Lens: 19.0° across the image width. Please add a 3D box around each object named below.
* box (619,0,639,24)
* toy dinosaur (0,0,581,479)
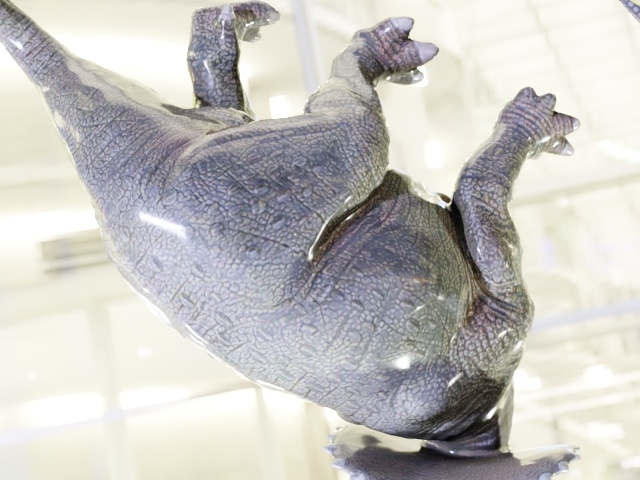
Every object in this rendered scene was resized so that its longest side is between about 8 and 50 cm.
[{"bbox_3d":[0.198,-0.124,0.775,0.060,0.270,0.216,-40,5,38],"label":"box"},{"bbox_3d":[0.000,0.000,0.671,0.313,0.160,0.121,42,-45,-22],"label":"toy dinosaur"}]
